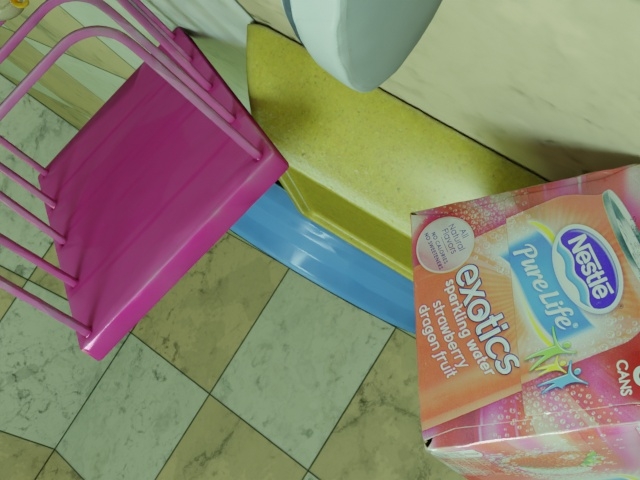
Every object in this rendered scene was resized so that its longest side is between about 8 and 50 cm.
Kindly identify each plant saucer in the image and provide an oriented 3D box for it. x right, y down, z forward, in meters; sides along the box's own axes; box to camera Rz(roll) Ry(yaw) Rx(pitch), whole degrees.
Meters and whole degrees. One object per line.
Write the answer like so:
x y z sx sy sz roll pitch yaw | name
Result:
0.081 -0.025 0.803 0.332 0.081 0.333 31 173 12 | plant saucer

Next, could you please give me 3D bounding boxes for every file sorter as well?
-0.197 -0.099 0.702 0.182 0.202 0.291 40 -172 -37 | file sorter

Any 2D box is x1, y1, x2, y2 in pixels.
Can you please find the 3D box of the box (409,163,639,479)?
0.178 0.096 0.602 0.142 0.154 0.300 -12 149 23 | box

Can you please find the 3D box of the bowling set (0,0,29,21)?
-0.223 -0.203 0.561 0.287 0.154 0.200 30 173 24 | bowling set

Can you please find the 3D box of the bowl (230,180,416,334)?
0.000 0.000 1.148 0.391 0.077 0.391 30 -177 -2 | bowl

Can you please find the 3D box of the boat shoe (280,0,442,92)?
-0.011 -0.142 0.275 0.088 0.096 0.267 34 174 21 | boat shoe
